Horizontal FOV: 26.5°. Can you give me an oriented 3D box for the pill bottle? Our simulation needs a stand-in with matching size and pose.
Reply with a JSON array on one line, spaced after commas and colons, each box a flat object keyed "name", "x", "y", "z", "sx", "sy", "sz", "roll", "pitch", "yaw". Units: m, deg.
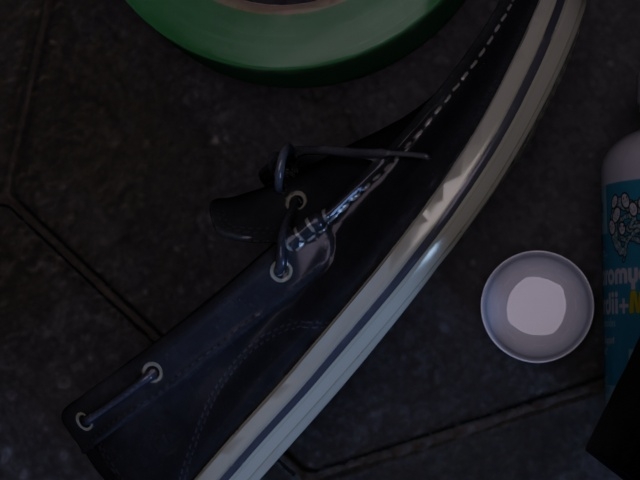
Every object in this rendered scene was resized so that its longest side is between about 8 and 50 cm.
[{"name": "pill bottle", "x": 0.269, "y": 0.012, "z": 0.941, "sx": 0.146, "sy": 0.146, "sz": 0.264, "roll": -1, "pitch": 85, "yaw": 8}]

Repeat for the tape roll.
[{"name": "tape roll", "x": -0.020, "y": -0.281, "z": 1.040, "sx": 0.321, "sy": 0.077, "sz": 0.321, "roll": -1, "pitch": 85, "yaw": 8}]

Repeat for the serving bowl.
[{"name": "serving bowl", "x": 0.161, "y": 0.050, "z": 1.013, "sx": 0.083, "sy": 0.027, "sz": 0.083, "roll": -1, "pitch": 85, "yaw": 8}]

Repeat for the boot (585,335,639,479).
[{"name": "boot", "x": 0.397, "y": 0.020, "z": 0.835, "sx": 0.367, "sy": 0.146, "sz": 0.445, "roll": 29, "pitch": 74, "yaw": -15}]

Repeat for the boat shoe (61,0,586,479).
[{"name": "boat shoe", "x": 0.000, "y": 0.000, "z": 0.965, "sx": 0.156, "sy": 0.187, "sz": 0.500, "roll": 41, "pitch": 97, "yaw": 3}]
